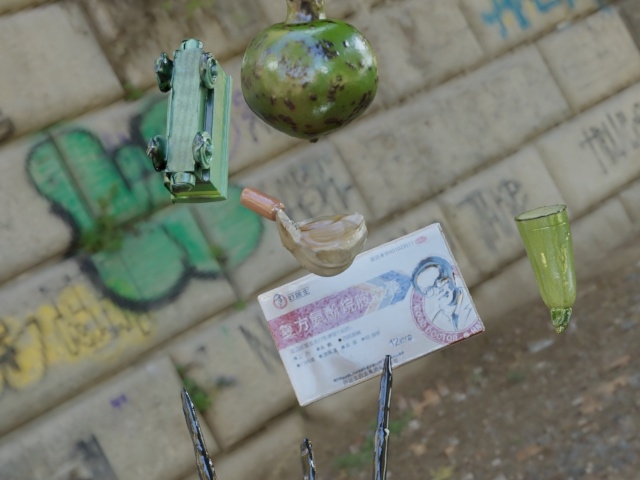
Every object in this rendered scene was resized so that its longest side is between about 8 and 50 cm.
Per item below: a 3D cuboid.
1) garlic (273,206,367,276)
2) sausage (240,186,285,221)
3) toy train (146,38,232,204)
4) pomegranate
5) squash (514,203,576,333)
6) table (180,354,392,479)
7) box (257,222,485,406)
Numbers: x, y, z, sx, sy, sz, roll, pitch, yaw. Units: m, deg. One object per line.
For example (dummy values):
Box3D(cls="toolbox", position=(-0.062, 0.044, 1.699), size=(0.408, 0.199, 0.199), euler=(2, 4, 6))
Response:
Box3D(cls="garlic", position=(0.003, 0.002, 1.459), size=(0.094, 0.074, 0.113), euler=(-10, 23, -26))
Box3D(cls="sausage", position=(-0.089, -0.056, 1.955), size=(0.034, 0.034, 0.083), euler=(-29, 41, -35))
Box3D(cls="toy train", position=(-0.239, -0.217, 2.406), size=(0.120, 0.300, 0.202), euler=(-2, -18, 10))
Box3D(cls="pomegranate", position=(-0.019, -0.273, 1.920), size=(0.211, 0.263, 0.211), euler=(-5, 15, 1))
Box3D(cls="squash", position=(0.405, 0.053, 2.252), size=(0.094, 0.224, 0.094), euler=(-11, 3, 1))
Box3D(cls="table", position=(-0.020, 0.310, 1.565), size=(0.318, 0.249, 0.317), euler=(-7, -33, -4))
Box3D(cls="box", position=(0.089, 0.133, 2.286), size=(0.353, 0.214, 0.069), euler=(-22, -10, -3))
